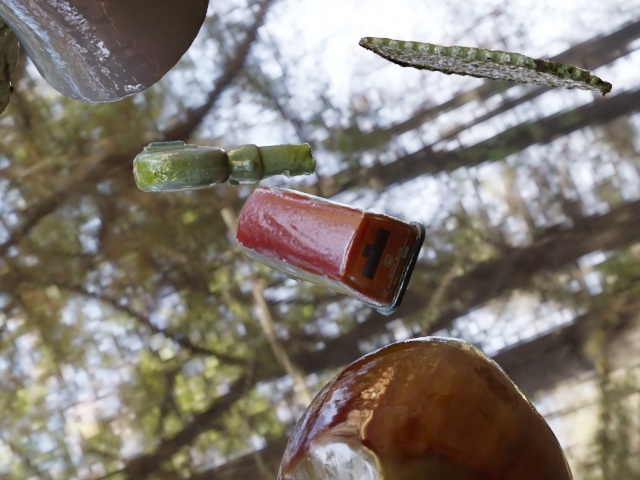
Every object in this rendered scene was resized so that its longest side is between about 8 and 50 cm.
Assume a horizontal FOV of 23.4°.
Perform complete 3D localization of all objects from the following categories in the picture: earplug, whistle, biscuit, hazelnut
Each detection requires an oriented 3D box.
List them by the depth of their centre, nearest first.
[{"bbox_3d":[-0.223,-0.246,1.172,0.301,0.172,0.172,45,-151,-59],"label":"earplug"},{"bbox_3d":[0.144,-0.155,1.365,0.144,0.203,0.016,9,-89,-67],"label":"biscuit"},{"bbox_3d":[0.121,0.290,1.676,0.366,0.366,0.366,49,-153,-36],"label":"hazelnut"},{"bbox_3d":[-0.105,-0.086,1.678,0.104,0.198,0.057,-157,60,-78],"label":"whistle"}]

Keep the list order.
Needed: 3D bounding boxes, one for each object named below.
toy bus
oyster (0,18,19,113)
[{"bbox_3d":[0.000,0.000,1.940,0.120,0.265,0.121,22,-93,-41],"label":"toy bus"},{"bbox_3d":[-0.314,-0.202,1.417,0.061,0.106,0.200,-128,40,-82],"label":"oyster"}]
